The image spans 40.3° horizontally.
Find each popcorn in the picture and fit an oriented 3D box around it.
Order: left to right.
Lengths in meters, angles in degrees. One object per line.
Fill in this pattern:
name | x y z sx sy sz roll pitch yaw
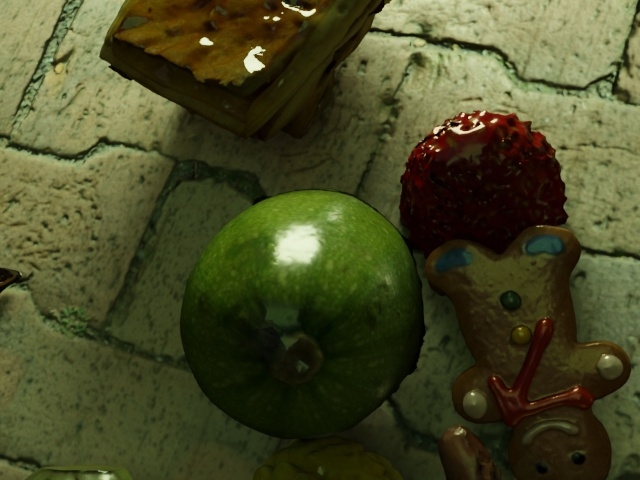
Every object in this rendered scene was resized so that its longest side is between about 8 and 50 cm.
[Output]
popcorn | 0.009 0.337 0.984 0.226 0.200 0.203 37 113 -7

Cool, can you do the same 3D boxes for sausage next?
sausage | 0.170 0.361 0.974 0.078 0.078 0.304 -4 71 14

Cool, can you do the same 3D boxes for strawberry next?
strawberry | 0.186 -0.067 1.067 0.234 0.178 0.233 -6 72 20

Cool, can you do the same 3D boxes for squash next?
squash | -0.048 0.088 0.961 0.310 0.309 0.310 0 91 14

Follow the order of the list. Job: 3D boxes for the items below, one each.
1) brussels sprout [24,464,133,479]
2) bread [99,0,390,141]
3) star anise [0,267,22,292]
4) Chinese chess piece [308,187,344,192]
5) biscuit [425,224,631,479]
brussels sprout | -0.296 0.385 1.022 0.244 0.244 0.244 -5 70 14
bread | -0.081 -0.307 1.217 0.314 0.191 0.370 31 77 27
star anise | -0.526 0.107 1.264 0.212 0.053 0.157 -25 66 4
Chinese chess piece | 0.000 0.000 1.154 0.144 0.058 0.144 -5 71 14
biscuit | 0.245 0.144 0.997 0.205 0.049 0.324 -13 87 16
